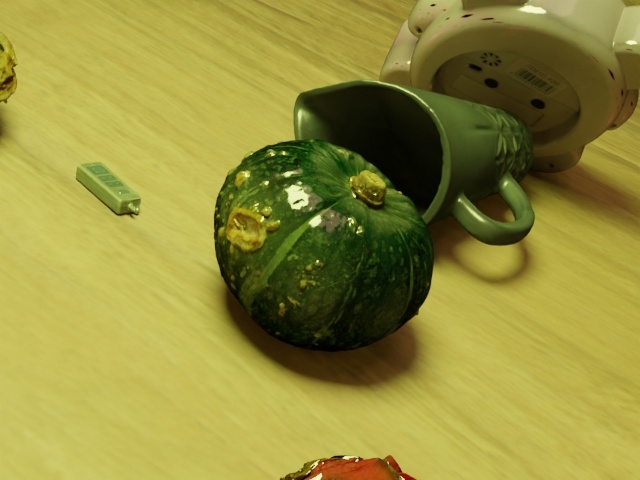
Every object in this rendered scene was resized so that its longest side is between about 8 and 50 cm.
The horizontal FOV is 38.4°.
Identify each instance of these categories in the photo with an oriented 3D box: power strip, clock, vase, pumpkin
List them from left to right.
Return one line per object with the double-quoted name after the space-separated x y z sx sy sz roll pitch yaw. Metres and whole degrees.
-0.194 -0.048 0.850 0.083 0.017 0.027 36 34 31 "power strip"
0.001 0.001 0.747 0.190 0.146 0.190 13 28 -7 "pumpkin"
0.139 -0.086 1.007 0.251 0.156 0.301 43 29 22 "vase"
0.244 -0.216 1.120 0.296 0.322 0.113 25 69 -6 "clock"

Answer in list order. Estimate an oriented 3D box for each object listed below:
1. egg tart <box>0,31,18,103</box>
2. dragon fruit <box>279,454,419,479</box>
-0.387 -0.157 0.844 0.213 0.090 0.212 14 28 -8 "egg tart"
0.023 0.190 0.401 0.172 0.172 0.209 19 42 0 "dragon fruit"
